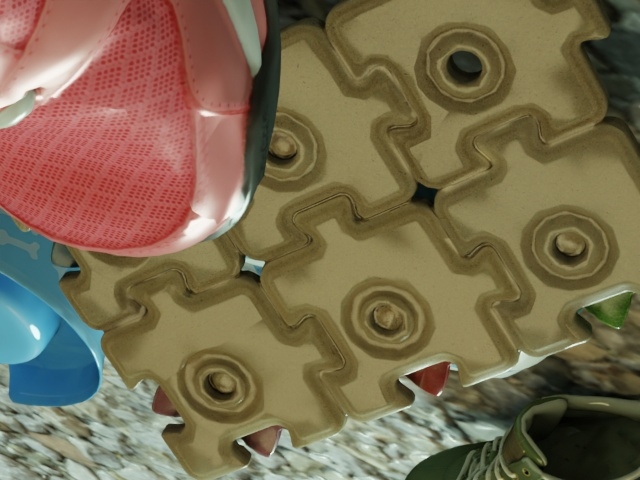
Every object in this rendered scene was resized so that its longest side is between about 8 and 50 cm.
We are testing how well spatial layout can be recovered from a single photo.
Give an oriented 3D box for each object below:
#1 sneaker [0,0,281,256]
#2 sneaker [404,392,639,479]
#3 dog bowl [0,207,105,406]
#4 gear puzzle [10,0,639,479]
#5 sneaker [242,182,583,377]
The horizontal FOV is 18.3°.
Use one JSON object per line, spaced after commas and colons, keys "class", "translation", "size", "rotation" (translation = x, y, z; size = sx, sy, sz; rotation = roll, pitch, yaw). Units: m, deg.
{"class": "sneaker", "translation": [-0.115, -0.071, 0.386], "size": [0.116, 0.136, 0.314], "rotation": [4, 147, 31]}
{"class": "sneaker", "translation": [0.111, 0.108, 0.994], "size": [0.192, 0.064, 0.086], "rotation": [-7, 140, 34]}
{"class": "dog bowl", "translation": [-0.233, 0.007, 1.060], "size": [0.297, 0.074, 0.166], "rotation": [6, 147, 30]}
{"class": "gear puzzle", "translation": [0.047, -0.032, 0.736], "size": [0.339, 0.044, 0.175], "rotation": [-23, 110, 27]}
{"class": "sneaker", "translation": [0.000, 0.000, 0.864], "size": [0.229, 0.087, 0.092], "rotation": [23, 153, 4]}
